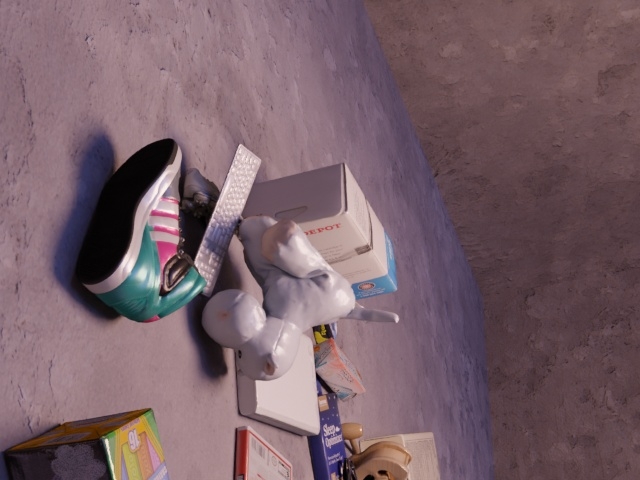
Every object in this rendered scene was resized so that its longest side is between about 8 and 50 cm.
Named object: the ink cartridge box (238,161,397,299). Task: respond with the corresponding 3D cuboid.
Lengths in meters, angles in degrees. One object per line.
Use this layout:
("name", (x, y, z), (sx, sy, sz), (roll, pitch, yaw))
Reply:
("ink cartridge box", (0.000, 0.000, 2.032), (0.307, 0.223, 0.129), (55, 28, -51))

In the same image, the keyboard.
("keyboard", (-0.163, -0.034, 1.710), (0.072, 0.014, 0.256), (40, 67, -61))

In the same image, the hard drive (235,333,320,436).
("hard drive", (-0.080, 0.250, 1.923), (0.307, 0.040, 0.203), (40, 42, -63))

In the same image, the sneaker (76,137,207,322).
("sneaker", (-0.231, 0.004, 1.462), (0.178, 0.124, 0.295), (57, 34, -38))

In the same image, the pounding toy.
("pounding toy", (0.138, 0.512, 2.240), (0.155, 0.154, 0.269), (-58, 133, -66))

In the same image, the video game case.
("video game case", (-0.097, 0.486, 1.734), (0.204, 0.025, 0.285), (56, 28, -51))

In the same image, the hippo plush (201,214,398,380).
("hippo plush", (-0.080, 0.126, 1.744), (0.294, 0.236, 0.234), (43, -17, -12))

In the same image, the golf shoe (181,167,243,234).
("golf shoe", (-0.183, -0.067, 1.773), (0.176, 0.069, 0.086), (50, 26, -58))

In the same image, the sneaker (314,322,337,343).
("sneaker", (0.007, 0.159, 2.242), (0.059, 0.053, 0.144), (-17, 103, -72))

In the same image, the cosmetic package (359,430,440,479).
("cosmetic package", (0.201, 0.554, 2.482), (0.309, 0.113, 0.160), (29, 52, -69))

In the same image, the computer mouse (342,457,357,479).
("computer mouse", (0.055, 0.571, 2.095), (0.071, 0.041, 0.242), (14, 72, -70))

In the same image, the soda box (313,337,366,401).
("soda box", (0.037, 0.284, 2.212), (0.183, 0.063, 0.058), (54, 12, -51))

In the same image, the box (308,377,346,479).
("box", (0.009, 0.398, 2.113), (0.136, 0.036, 0.225), (11, 67, -71))

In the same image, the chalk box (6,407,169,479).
("chalk box", (-0.253, 0.320, 1.175), (0.132, 0.132, 0.213), (-20, 99, -73))
